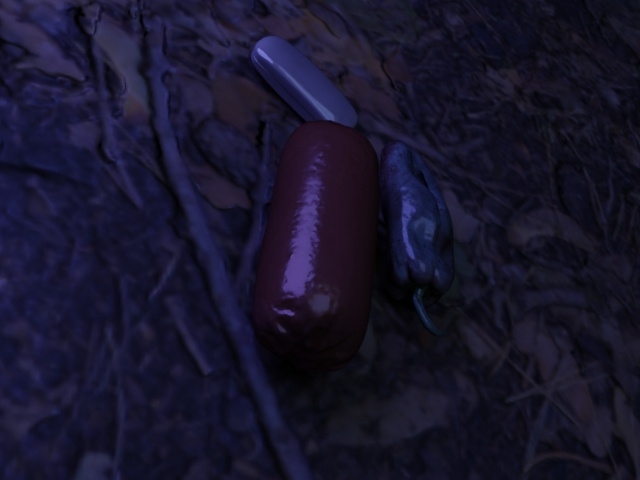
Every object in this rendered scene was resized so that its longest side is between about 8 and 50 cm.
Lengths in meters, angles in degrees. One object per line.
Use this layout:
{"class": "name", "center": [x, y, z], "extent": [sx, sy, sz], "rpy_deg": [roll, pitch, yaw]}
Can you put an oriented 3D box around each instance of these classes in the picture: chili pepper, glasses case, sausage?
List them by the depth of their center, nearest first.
{"class": "sausage", "center": [0.000, 0.000, 0.497], "extent": [0.062, 0.062, 0.154], "rpy_deg": [24, 47, -18]}
{"class": "chili pepper", "center": [0.059, -0.012, 0.563], "extent": [0.050, 0.041, 0.153], "rpy_deg": [61, 24, -48]}
{"class": "glasses case", "center": [-0.010, -0.099, 0.592], "extent": [0.083, 0.021, 0.032], "rpy_deg": [44, 47, 2]}
